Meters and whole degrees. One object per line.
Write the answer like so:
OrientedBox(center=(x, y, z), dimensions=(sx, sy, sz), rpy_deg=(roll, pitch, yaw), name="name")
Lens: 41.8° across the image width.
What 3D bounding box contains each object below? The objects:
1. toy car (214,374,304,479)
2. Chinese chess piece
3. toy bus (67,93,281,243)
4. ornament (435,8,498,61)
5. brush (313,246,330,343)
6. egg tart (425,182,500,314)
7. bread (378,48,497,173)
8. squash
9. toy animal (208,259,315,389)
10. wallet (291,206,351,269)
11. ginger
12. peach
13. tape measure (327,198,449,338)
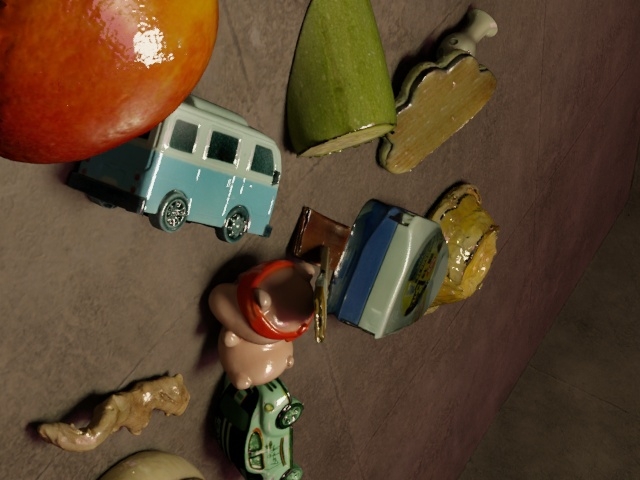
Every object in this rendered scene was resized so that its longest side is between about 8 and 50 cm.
OrientedBox(center=(-0.118, 0.347, 1.493), dimensions=(0.125, 0.136, 0.305), rpy_deg=(-25, 135, -33), name="toy car")
OrientedBox(center=(-0.283, 0.459, 1.321), dimensions=(0.257, 0.104, 0.257), rpy_deg=(-40, 142, -40), name="Chinese chess piece")
OrientedBox(center=(-0.162, -0.096, 1.068), dimensions=(0.271, 0.133, 0.164), rpy_deg=(12, 97, -59), name="toy bus")
OrientedBox(center=(0.286, -0.391, 1.671), dimensions=(0.156, 0.075, 0.081), rpy_deg=(-51, -174, -29), name="ornament")
OrientedBox(center=(0.003, 0.072, 1.369), dimensions=(0.336, 0.020, 0.085), rpy_deg=(-80, 168, -75), name="brush")
OrientedBox(center=(0.330, 0.038, 2.023), dimensions=(0.345, 0.132, 0.345), rpy_deg=(-42, 147, -37), name="egg tart")
OrientedBox(center=(0.211, -0.262, 1.600), dimensions=(0.286, 0.056, 0.207), rpy_deg=(-39, 142, -8), name="bread")
OrientedBox(center=(0.014, -0.278, 1.345), dimensions=(0.189, 0.189, 0.260), rpy_deg=(-17, 90, -55), name="squash")
OrientedBox(center=(-0.093, 0.123, 1.343), dimensions=(0.171, 0.171, 0.197), rpy_deg=(-24, 139, -51), name="toy animal")
OrientedBox(center=(0.000, 0.000, 1.533), dimensions=(0.176, 0.026, 0.095), rpy_deg=(20, 88, -64), name="wallet")
OrientedBox(center=(-0.284, 0.251, 1.204), dimensions=(0.288, 0.075, 0.089), rpy_deg=(-12, 127, -61), name="ginger")
OrientedBox(center=(-0.228, -0.203, 0.760), dimensions=(0.281, 0.238, 0.281), rpy_deg=(-42, 170, -9), name="peach")
OrientedBox(center=(0.152, 0.065, 1.728), dimensions=(0.262, 0.138, 0.259), rpy_deg=(11, 103, -61), name="tape measure")
